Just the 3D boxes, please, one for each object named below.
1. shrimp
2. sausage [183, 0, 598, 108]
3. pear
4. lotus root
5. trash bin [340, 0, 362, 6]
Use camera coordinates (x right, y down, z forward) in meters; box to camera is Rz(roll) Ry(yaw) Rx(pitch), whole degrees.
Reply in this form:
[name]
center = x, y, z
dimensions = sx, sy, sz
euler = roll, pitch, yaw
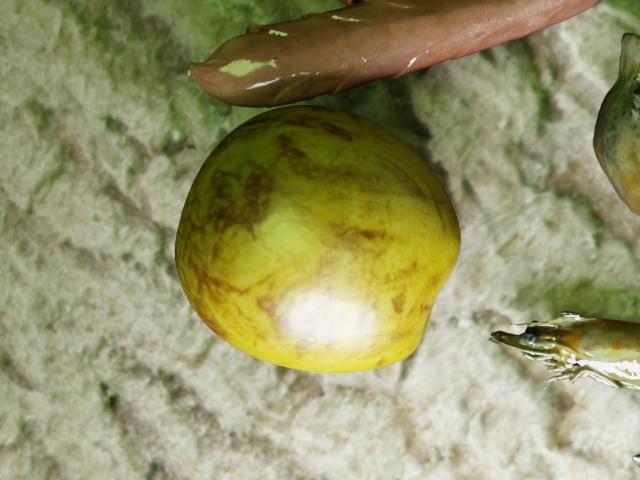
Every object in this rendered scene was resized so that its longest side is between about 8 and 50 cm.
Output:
[shrimp]
center = 0.310, 0.157, 1.181
dimensions = 0.296, 0.058, 0.169
euler = 6, 97, 17
[sausage]
center = 0.082, -0.204, 1.155
dimensions = 0.433, 0.088, 0.088
euler = -16, 87, -6
[pear]
center = 0.000, 0.000, 1.174
dimensions = 0.280, 0.280, 0.281
euler = 1, 93, 21
[lotus root]
center = 0.359, -0.068, 1.036
dimensions = 0.267, 0.260, 0.149
euler = 23, 101, 18
[trash bin]
center = -0.023, -0.333, 1.226
dimensions = 0.238, 0.161, 0.184
euler = 40, 106, 11
